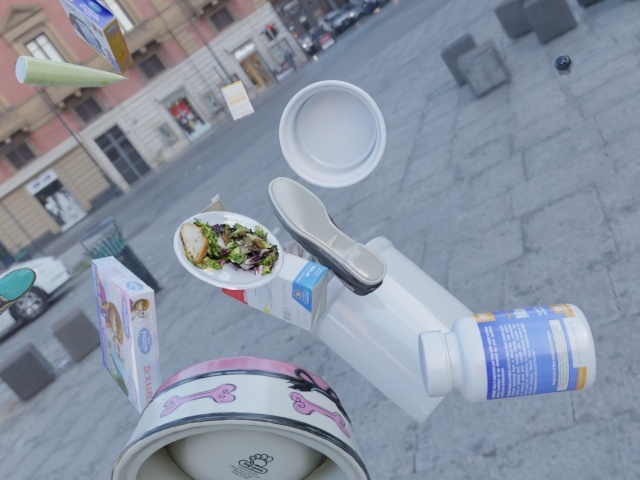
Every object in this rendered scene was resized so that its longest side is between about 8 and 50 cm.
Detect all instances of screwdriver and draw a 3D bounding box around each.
[{"bbox_3d":[0.329,-0.224,0.887,0.024,0.025,0.170,-8,-1,23],"label":"screwdriver"}]

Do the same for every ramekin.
[{"bbox_3d":[0.038,-0.288,1.749,0.277,0.277,0.135,-31,12,17],"label":"ramekin"}]

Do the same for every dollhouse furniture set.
[{"bbox_3d":[-0.304,-0.043,1.859,0.123,0.144,0.151,-36,24,0],"label":"dollhouse furniture set"}]

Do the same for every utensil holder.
[{"bbox_3d":[0.210,0.233,1.721,0.327,0.385,0.328,-46,-17,-18],"label":"utensil holder"}]

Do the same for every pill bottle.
[{"bbox_3d":[0.311,0.197,1.134,0.271,0.153,0.152,-6,19,2],"label":"pill bottle"}]

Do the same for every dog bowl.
[{"bbox_3d":[-0.125,0.354,1.097,0.407,0.408,0.150,-29,34,22],"label":"dog bowl"}]

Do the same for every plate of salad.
[{"bbox_3d":[-0.159,0.007,1.177,0.200,0.199,0.048,-56,-10,-51],"label":"plate of salad"}]

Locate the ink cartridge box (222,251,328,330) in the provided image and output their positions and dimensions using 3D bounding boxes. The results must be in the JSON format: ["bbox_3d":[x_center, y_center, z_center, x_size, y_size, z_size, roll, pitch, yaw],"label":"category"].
[{"bbox_3d":[-0.103,0.089,1.435,0.230,0.134,0.078,21,45,19],"label":"ink cartridge box"}]

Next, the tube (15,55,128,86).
[{"bbox_3d":[-0.576,-0.382,1.540,0.240,0.070,0.062,-5,-44,-46],"label":"tube"}]

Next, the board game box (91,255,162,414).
[{"bbox_3d":[-0.503,0.235,1.713,0.065,0.319,0.318,-12,20,-32],"label":"board game box"}]

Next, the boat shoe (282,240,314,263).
[{"bbox_3d":[-0.080,0.114,1.938,0.116,0.123,0.324,2,37,3],"label":"boat shoe"}]

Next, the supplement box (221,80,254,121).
[{"bbox_3d":[-0.231,-0.390,1.856,0.062,0.099,0.036,-22,2,-2],"label":"supplement box"}]

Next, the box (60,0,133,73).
[{"bbox_3d":[-0.291,-0.277,0.853,0.028,0.081,0.136,-50,-4,-11],"label":"box"}]

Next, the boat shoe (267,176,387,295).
[{"bbox_3d":[0.000,0.000,1.479,0.112,0.335,0.095,-41,-12,-34],"label":"boat shoe"}]

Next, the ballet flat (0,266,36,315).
[{"bbox_3d":[-0.809,0.142,1.689,0.206,0.073,0.067,-40,6,-7],"label":"ballet flat"}]
